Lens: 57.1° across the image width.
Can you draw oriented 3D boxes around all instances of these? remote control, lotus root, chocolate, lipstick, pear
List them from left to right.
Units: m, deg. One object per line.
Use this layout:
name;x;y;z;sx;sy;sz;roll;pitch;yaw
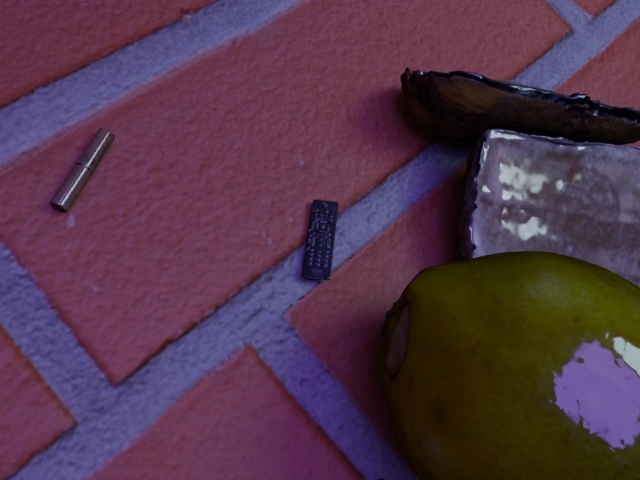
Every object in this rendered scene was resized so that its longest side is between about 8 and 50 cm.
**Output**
lipstick;-0.236;-0.070;0.584;0.019;0.019;0.094;25;66;-7
remote control;0.000;0.000;0.630;0.034;0.016;0.090;7;69;3
lotus root;0.253;-0.141;0.702;0.330;0.167;0.078;6;105;-13
pear;0.196;0.141;0.505;0.322;0.269;0.269;25;64;21
chocolate;0.294;-0.017;0.677;0.304;0.100;0.185;6;81;-11

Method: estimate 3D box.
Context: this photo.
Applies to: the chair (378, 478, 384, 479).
chair;0.076;0.321;0.494;0.084;0.101;0.212;-16;75;-19
